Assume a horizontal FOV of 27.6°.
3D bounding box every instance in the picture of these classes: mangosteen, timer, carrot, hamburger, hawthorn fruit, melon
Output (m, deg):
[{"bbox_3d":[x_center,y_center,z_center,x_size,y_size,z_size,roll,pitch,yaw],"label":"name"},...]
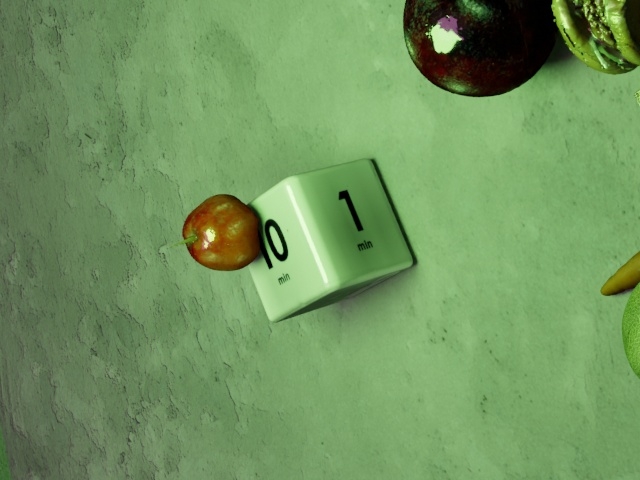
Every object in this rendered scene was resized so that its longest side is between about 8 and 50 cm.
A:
[{"bbox_3d":[0.210,-0.289,1.777,0.216,0.216,0.216,18,115,44],"label":"mangosteen"},{"bbox_3d":[0.000,0.000,2.117,0.192,0.194,0.195,-31,79,49],"label":"timer"},{"bbox_3d":[0.466,0.002,1.697,0.336,0.069,0.069,-41,71,51],"label":"carrot"},{"bbox_3d":[0.363,-0.284,1.626,0.113,0.185,0.177,-3,145,39],"label":"hamburger"},{"bbox_3d":[-0.158,-0.013,2.054,0.125,0.140,0.125,-14,63,30],"label":"hawthorn fruit"},{"bbox_3d":[0.459,0.108,1.677,0.139,0.139,0.192,34,136,37],"label":"melon"}]

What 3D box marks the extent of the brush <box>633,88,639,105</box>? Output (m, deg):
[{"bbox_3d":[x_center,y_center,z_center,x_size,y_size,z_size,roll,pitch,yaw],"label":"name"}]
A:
[{"bbox_3d":[0.467,-0.220,1.661,0.170,0.014,0.043,-45,70,45],"label":"brush"}]
